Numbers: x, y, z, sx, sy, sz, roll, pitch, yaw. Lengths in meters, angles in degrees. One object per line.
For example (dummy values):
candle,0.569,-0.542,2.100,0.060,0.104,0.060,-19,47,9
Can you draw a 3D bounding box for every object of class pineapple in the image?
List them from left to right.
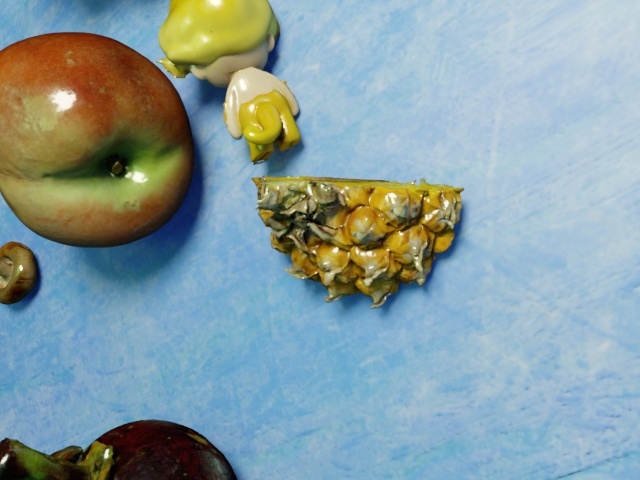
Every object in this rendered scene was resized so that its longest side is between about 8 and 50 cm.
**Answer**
pineapple,0.006,0.001,0.603,0.250,0.164,0.140,7,98,24

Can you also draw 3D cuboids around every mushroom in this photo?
mushroom,-0.464,0.029,0.881,0.088,0.073,0.129,11,126,41

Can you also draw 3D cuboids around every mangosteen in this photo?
mangosteen,-0.217,0.293,0.627,0.231,0.289,0.231,-18,50,23

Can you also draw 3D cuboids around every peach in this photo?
peach,-0.274,-0.120,0.705,0.252,0.252,0.252,-2,86,27

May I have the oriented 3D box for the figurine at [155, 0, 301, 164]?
figurine,-0.103,-0.213,0.692,0.156,0.131,0.246,-29,85,-15
